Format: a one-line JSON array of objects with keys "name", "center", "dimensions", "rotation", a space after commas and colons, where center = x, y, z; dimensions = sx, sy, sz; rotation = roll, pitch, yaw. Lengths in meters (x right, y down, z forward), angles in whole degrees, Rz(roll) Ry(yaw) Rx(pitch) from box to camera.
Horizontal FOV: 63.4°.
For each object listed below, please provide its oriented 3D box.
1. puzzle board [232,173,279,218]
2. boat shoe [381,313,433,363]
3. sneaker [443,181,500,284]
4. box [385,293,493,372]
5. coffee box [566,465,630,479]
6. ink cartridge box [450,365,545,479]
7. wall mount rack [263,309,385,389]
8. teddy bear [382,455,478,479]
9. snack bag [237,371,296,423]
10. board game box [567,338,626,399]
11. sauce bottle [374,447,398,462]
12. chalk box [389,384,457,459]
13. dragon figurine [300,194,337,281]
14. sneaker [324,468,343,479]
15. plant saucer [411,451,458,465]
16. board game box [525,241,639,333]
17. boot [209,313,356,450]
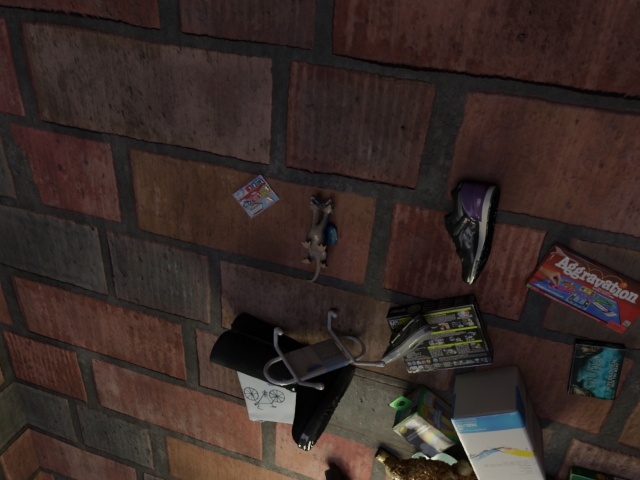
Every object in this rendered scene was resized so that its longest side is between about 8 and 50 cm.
[{"name": "puzzle board", "center": [-0.198, -0.132, 1.583], "dimensions": [0.128, 0.011, 0.096], "rotation": [-30, 103, 31]}, {"name": "boat shoe", "center": [0.247, 0.296, 1.544], "dimensions": [0.219, 0.077, 0.070], "rotation": [-50, 58, 36]}, {"name": "sneaker", "center": [0.391, -0.023, 1.384], "dimensions": [0.124, 0.107, 0.284], "rotation": [17, 119, 29]}, {"name": "box", "center": [0.361, 0.286, 1.568], "dimensions": [0.269, 0.060, 0.216], "rotation": [-15, 110, 26]}, {"name": "coffee box", "center": [0.885, 0.791, 1.652], "dimensions": [0.184, 0.040, 0.113], "rotation": [8, 119, 16]}, {"name": "ink cartridge box", "center": [0.539, 0.559, 1.565], "dimensions": [0.197, 0.198, 0.270], "rotation": [-17, 109, 27]}, {"name": "wall mount rack", "center": [0.015, 0.348, 1.554], "dimensions": [0.304, 0.349, 0.131], "rotation": [44, 138, 47]}, {"name": "teddy bear", "center": [0.369, 0.760, 1.701], "dimensions": [0.337, 0.113, 0.245], "rotation": [5, 158, 14]}, {"name": "snack bag", "center": [-0.148, 0.540, 1.905], "dimensions": [0.322, 0.037, 0.343], "rotation": [-1, 113, 20]}, {"name": "board game box", "center": [0.781, 0.369, 1.473], "dimensions": [0.126, 0.026, 0.186], "rotation": [3, 118, 18]}, {"name": "sauce bottle", "center": [0.261, 0.814, 1.900], "dimensions": [0.128, 0.042, 0.042], "rotation": [34, 123, -2]}, {"name": "chalk box", "center": [0.328, 0.578, 1.696], "dimensions": [0.213, 0.132, 0.132], "rotation": [40, 124, -2]}, {"name": "dragon figurine", "center": [0.000, 0.000, 1.534], "dimensions": [0.085, 0.144, 0.289], "rotation": [10, 139, 14]}, {"name": "sneaker", "center": [0.083, 0.979, 2.043], "dimensions": [0.083, 0.118, 0.222], "rotation": [-19, 139, 9]}, {"name": "plant saucer", "center": [0.414, 0.802, 1.837], "dimensions": [0.194, 0.037, 0.195], "rotation": [9, 120, 17]}, {"name": "board game box", "center": [0.710, 0.127, 1.371], "dimensions": [0.281, 0.027, 0.145], "rotation": [27, 122, 6]}, {"name": "boot", "center": [-0.156, 0.428, 1.635], "dimensions": [0.444, 0.367, 0.146], "rotation": [24, 116, 15]}]
